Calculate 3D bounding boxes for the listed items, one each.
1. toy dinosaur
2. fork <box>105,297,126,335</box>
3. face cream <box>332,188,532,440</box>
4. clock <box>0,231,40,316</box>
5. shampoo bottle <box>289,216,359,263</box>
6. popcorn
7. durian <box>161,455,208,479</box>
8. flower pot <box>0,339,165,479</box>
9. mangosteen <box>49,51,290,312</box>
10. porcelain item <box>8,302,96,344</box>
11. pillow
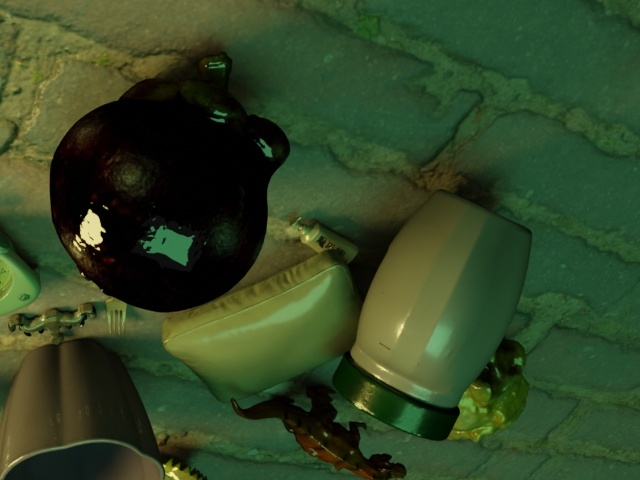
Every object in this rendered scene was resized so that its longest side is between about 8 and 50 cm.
[{"bbox_3d":[-0.029,0.333,1.727,0.432,0.208,0.097,28,102,-29],"label":"toy dinosaur"},{"bbox_3d":[-0.320,0.061,1.471,0.034,0.028,0.220,0,129,-10],"label":"fork"},{"bbox_3d":[0.185,0.111,1.490,0.357,0.219,0.312,-65,167,6],"label":"face cream"},{"bbox_3d":[-0.499,0.037,1.349,0.148,0.060,0.189,-19,136,0],"label":"clock"},{"bbox_3d":[0.000,0.000,1.516,0.049,0.034,0.141,-31,136,29],"label":"shampoo bottle"},{"bbox_3d":[0.270,0.263,1.767,0.256,0.195,0.255,21,120,-13],"label":"popcorn"},{"bbox_3d":[-0.344,0.537,1.824,0.157,0.169,0.355,22,118,-35],"label":"durian"},{"bbox_3d":[-0.398,0.309,1.527,0.265,0.243,0.265,-10,133,-11],"label":"flower pot"},{"bbox_3d":[-0.184,-0.057,1.213,0.313,0.297,0.297,-23,138,-13],"label":"mangosteen"},{"bbox_3d":[-0.424,0.140,1.507,0.136,0.021,0.075,-8,135,-12],"label":"porcelain item"},{"bbox_3d":[-0.076,0.148,1.568,0.322,0.120,0.255,-24,143,7],"label":"pillow"}]
